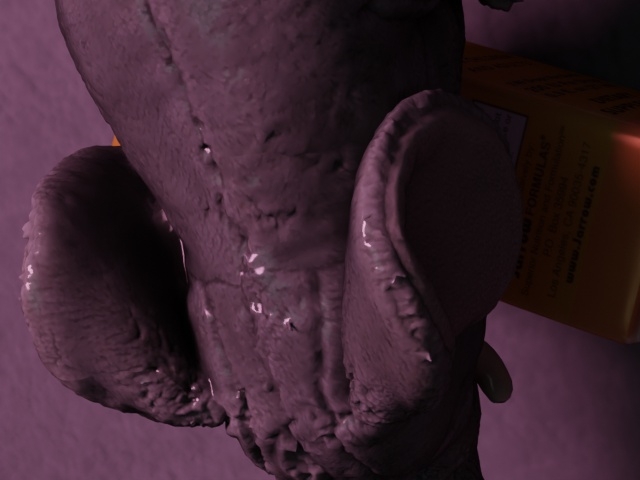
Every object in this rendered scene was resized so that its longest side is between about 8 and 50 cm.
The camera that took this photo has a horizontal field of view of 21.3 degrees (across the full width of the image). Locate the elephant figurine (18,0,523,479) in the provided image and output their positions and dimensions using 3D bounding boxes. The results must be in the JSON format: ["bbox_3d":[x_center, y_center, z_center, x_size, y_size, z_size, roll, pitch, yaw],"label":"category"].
[{"bbox_3d":[0.000,0.000,0.509,0.169,0.186,0.239,150,118,-65],"label":"elephant figurine"}]

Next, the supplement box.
[{"bbox_3d":[0.036,-0.037,0.640,0.233,0.078,0.080,18,107,29],"label":"supplement box"}]
